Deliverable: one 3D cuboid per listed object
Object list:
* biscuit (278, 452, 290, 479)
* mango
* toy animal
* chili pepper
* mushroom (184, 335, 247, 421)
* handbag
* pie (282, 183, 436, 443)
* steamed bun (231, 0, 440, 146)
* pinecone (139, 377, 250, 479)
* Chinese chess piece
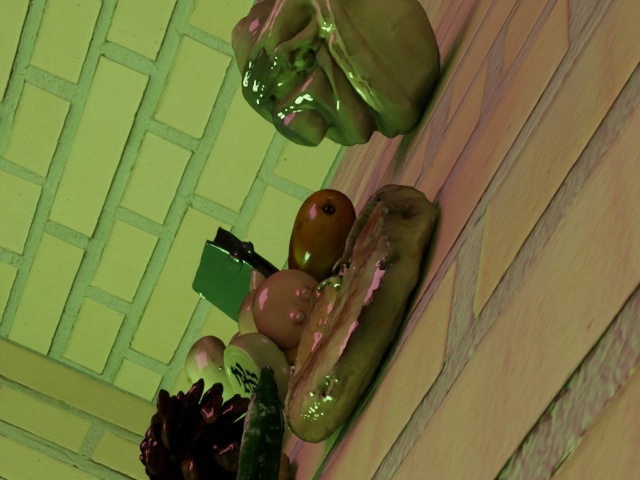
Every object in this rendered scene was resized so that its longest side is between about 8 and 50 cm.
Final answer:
[{"bbox_3d":[-0.084,0.364,1.447,0.273,0.036,0.187,-84,18,-79],"label":"biscuit"},{"bbox_3d":[0.000,0.000,2.101,0.253,0.113,0.138,108,178,-46],"label":"mango"},{"bbox_3d":[-0.063,0.131,1.928,0.165,0.149,0.248,-63,15,-22],"label":"toy animal"},{"bbox_3d":[-0.070,0.253,1.260,0.088,0.059,0.226,137,138,-86],"label":"chili pepper"},{"bbox_3d":[-0.179,0.282,2.433,0.215,0.207,0.207,-32,-3,-12],"label":"mushroom"},{"bbox_3d":[-0.127,0.098,2.172,0.079,0.247,0.260,-50,-4,-24],"label":"handbag"},{"bbox_3d":[0.035,0.090,1.271,0.337,0.075,0.337,-157,90,-81],"label":"pie"},{"bbox_3d":[0.009,-0.282,1.875,0.247,0.352,0.339,-57,2,-29],"label":"steamed bun"},{"bbox_3d":[-0.170,0.320,1.714,0.229,0.201,0.202,-66,-2,-68],"label":"pinecone"},{"bbox_3d":[-0.103,0.223,1.856,0.058,0.144,0.144,-27,-19,-31],"label":"Chinese chess piece"}]
